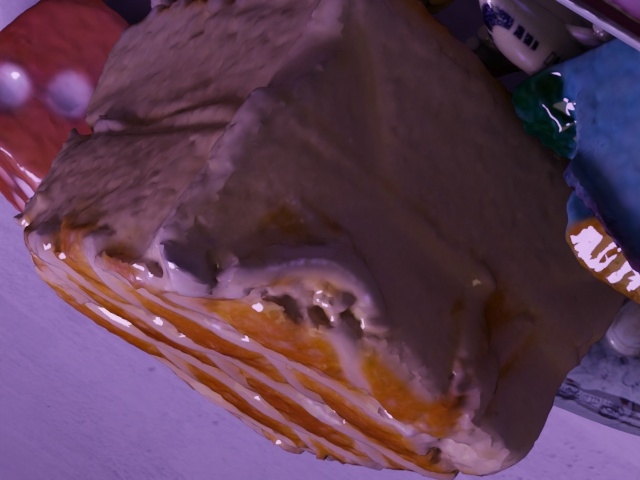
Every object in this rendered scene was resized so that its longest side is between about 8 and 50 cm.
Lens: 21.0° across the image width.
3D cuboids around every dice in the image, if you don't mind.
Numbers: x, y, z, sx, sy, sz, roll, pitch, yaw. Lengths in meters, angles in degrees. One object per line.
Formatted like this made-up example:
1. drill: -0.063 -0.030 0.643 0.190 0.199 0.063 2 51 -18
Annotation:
1. dice: -0.234 -0.119 1.589 0.179 0.174 0.175 48 166 1

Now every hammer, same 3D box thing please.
1. hammer: 0.291 0.060 1.514 0.202 0.113 0.305 20 143 -14

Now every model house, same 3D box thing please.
1. model house: 0.294 0.007 1.196 0.280 0.248 0.230 23 149 -37

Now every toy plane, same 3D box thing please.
1. toy plane: 0.189 -0.142 1.284 0.242 0.104 0.256 3 153 38

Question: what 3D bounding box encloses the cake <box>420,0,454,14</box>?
1. cake: 0.078 -0.266 1.272 0.080 0.116 0.185 -36 79 53

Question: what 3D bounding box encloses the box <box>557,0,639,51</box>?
1. box: 0.235 -0.227 1.019 0.294 0.193 0.167 33 150 6

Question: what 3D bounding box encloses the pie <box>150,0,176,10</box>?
1. pie: -0.072 -0.164 1.543 0.195 0.046 0.195 23 150 14

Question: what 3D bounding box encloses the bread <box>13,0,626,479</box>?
1. bread: 0.000 0.000 1.376 0.390 0.279 0.371 38 162 -30
